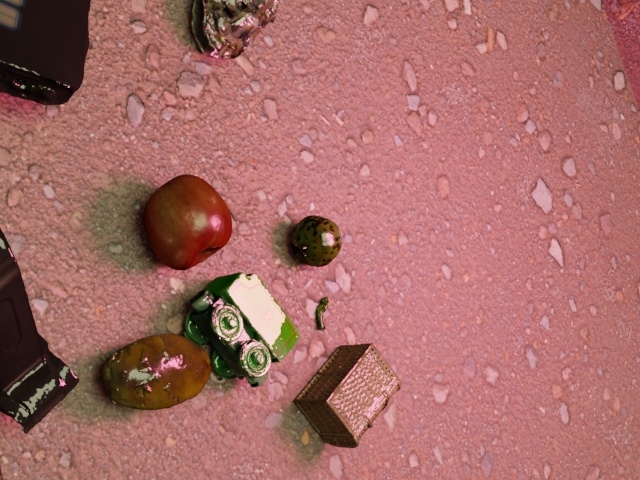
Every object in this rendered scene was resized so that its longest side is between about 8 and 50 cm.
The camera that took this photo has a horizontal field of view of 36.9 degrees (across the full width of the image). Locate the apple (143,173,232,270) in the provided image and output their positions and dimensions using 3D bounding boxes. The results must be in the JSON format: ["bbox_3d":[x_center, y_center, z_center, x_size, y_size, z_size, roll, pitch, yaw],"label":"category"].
[{"bbox_3d":[-0.276,-0.035,1.972,0.181,0.181,0.168,-35,80,-37],"label":"apple"}]

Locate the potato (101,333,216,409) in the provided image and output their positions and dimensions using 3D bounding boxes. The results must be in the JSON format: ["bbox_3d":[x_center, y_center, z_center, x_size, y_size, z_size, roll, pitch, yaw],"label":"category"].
[{"bbox_3d":[-0.320,0.262,1.914,0.251,0.113,0.149,-1,78,-36],"label":"potato"}]

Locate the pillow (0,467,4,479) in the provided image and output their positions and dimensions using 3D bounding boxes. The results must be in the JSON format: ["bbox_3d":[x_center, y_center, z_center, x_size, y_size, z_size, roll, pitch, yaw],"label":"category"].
[{"bbox_3d":[-0.610,0.511,1.681,0.093,0.051,0.241,36,61,-22],"label":"pillow"}]

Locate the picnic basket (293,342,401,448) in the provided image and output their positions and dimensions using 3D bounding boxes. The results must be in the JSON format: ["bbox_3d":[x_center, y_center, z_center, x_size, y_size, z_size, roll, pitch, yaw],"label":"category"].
[{"bbox_3d":[0.069,0.357,2.187,0.196,0.134,0.154,-48,112,-34],"label":"picnic basket"}]

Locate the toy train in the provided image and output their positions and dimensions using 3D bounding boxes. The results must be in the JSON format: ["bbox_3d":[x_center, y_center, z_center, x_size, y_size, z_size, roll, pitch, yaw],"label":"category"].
[{"bbox_3d":[-0.169,0.184,2.040,0.243,0.132,0.188,54,50,-19],"label":"toy train"}]

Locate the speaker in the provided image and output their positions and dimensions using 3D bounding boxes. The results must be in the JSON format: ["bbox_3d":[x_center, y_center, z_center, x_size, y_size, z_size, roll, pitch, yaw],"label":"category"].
[{"bbox_3d":[-0.551,0.138,1.627,0.184,0.388,0.180,28,54,20],"label":"speaker"}]

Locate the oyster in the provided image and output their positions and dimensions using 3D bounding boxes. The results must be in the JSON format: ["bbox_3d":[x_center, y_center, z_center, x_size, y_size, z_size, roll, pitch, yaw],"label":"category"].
[{"bbox_3d":[-0.164,-0.560,2.183,0.351,0.158,0.162,-49,146,-19],"label":"oyster"}]

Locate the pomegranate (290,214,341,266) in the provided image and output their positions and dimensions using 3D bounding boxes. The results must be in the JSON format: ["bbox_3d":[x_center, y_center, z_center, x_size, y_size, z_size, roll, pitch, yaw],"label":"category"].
[{"bbox_3d":[0.000,0.000,2.218,0.161,0.122,0.122,-7,86,-62],"label":"pomegranate"}]

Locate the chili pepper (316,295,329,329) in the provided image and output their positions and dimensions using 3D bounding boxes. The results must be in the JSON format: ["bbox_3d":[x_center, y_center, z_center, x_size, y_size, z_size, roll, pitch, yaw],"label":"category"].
[{"bbox_3d":[0.004,0.169,2.244,0.027,0.022,0.083,9,74,-2],"label":"chili pepper"}]

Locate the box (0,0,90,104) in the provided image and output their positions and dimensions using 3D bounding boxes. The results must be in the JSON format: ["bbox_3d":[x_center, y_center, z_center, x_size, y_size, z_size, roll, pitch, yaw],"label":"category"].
[{"bbox_3d":[-0.608,-0.437,1.792,0.359,0.091,0.350,18,50,-33],"label":"box"}]
